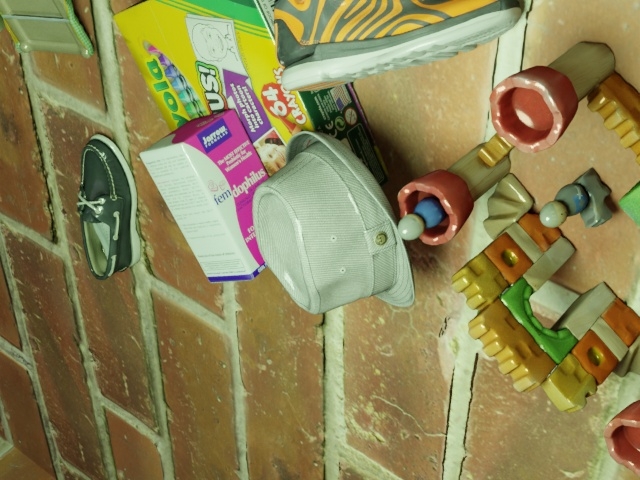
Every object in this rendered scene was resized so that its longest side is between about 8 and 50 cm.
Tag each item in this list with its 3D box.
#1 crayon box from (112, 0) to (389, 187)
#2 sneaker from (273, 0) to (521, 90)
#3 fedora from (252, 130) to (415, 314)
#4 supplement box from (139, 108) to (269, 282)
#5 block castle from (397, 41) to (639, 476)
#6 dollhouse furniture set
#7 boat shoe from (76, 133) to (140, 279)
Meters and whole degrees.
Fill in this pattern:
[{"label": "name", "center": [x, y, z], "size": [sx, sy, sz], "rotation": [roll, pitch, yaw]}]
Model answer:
[{"label": "crayon box", "center": [-0.105, -0.208, 1.462], "size": [0.313, 0.106, 0.363], "rotation": [-6, 116, 48]}, {"label": "sneaker", "center": [0.071, -0.294, 1.201], "size": [0.321, 0.124, 0.180], "rotation": [-9, 92, 29]}, {"label": "fedora", "center": [0.000, 0.000, 1.302], "size": [0.244, 0.124, 0.275], "rotation": [35, 150, 45]}, {"label": "supplement box", "center": [-0.142, -0.061, 1.446], "size": [0.114, 0.111, 0.220], "rotation": [-7, 117, 49]}, {"label": "block castle", "center": [0.315, 0.036, 1.137], "size": [0.453, 0.213, 0.303], "rotation": [48, 143, 5]}, {"label": "dollhouse furniture set", "center": [-0.522, -0.445, 1.745], "size": [0.302, 0.151, 0.197], "rotation": [9, 148, 21]}, {"label": "boat shoe", "center": [-0.409, -0.054, 1.914], "size": [0.114, 0.091, 0.302], "rotation": [21, 133, 34]}]
